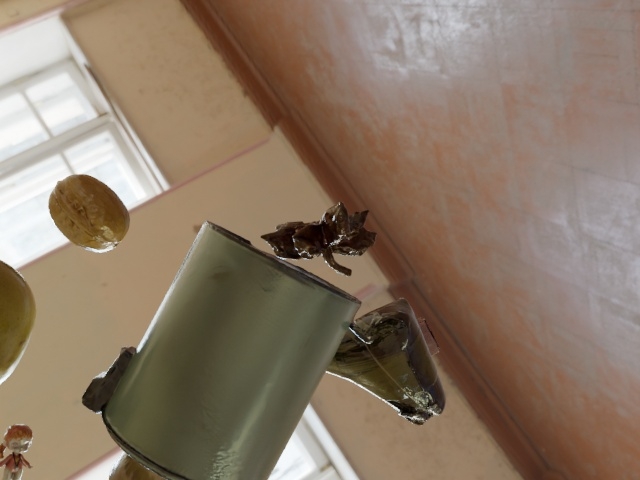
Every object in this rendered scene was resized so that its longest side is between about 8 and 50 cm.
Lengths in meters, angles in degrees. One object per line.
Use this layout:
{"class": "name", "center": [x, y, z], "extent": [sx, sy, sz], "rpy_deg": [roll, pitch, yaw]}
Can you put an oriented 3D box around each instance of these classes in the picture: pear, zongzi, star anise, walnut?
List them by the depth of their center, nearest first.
{"class": "pear", "center": [-0.625, 0.154, 1.126], "extent": [0.285, 0.285, 0.336], "rpy_deg": [53, -172, 19]}
{"class": "star anise", "center": [0.000, -0.005, 1.185], "extent": [0.196, 0.213, 0.111], "rpy_deg": [86, -173, -72]}
{"class": "zongzi", "center": [0.101, 0.313, 1.482], "extent": [0.154, 0.318, 0.289], "rpy_deg": [-84, -27, -77]}
{"class": "walnut", "center": [-0.554, -0.065, 1.556], "extent": [0.206, 0.159, 0.159], "rpy_deg": [49, 163, -5]}

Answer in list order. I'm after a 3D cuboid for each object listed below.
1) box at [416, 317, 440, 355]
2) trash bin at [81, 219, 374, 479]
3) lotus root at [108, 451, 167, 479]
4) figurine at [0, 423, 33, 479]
{"class": "box", "center": [0.261, 0.309, 1.909], "extent": [0.111, 0.156, 0.060], "rpy_deg": [63, 178, -4]}
{"class": "trash bin", "center": [-0.104, 0.140, 0.791], "extent": [0.277, 0.262, 0.217], "rpy_deg": [27, 178, -3]}
{"class": "lotus root", "center": [-0.209, 0.417, 1.015], "extent": [0.343, 0.169, 0.151], "rpy_deg": [20, 120, 46]}
{"class": "figurine", "center": [-0.469, 0.335, 0.991], "extent": [0.047, 0.064, 0.109], "rpy_deg": [5, 84, 44]}
